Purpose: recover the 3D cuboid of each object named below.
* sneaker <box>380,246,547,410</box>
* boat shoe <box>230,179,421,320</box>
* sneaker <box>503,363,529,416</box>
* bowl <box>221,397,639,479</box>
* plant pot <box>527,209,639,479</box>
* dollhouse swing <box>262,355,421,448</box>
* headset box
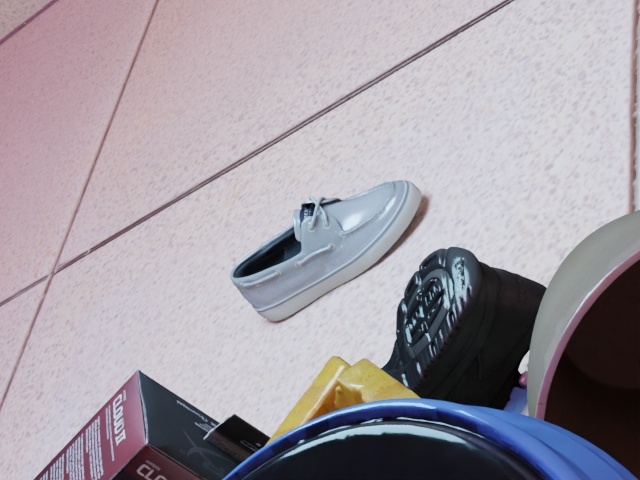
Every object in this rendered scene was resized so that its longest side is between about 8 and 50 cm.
[{"bbox_3d":[0.096,0.135,1.206,0.286,0.130,0.109,-57,31,35],"label":"sneaker"},{"bbox_3d":[0.000,0.000,1.541,0.227,0.081,0.079,-36,30,24],"label":"boat shoe"},{"bbox_3d":[0.164,0.161,1.109,0.083,0.071,0.191,12,64,53],"label":"sneaker"},{"bbox_3d":[0.022,0.262,0.731,0.391,0.077,0.391,-24,51,33],"label":"bowl"},{"bbox_3d":[0.238,0.075,0.954,0.256,0.256,0.274,-45,11,8],"label":"plant pot"},{"bbox_3d":[0.012,0.308,0.924,0.305,0.315,0.347,-32,25,-12],"label":"dollhouse swing"},{"bbox_3d":[-0.140,0.264,1.239,0.293,0.218,0.110,-47,27,15],"label":"headset box"}]
